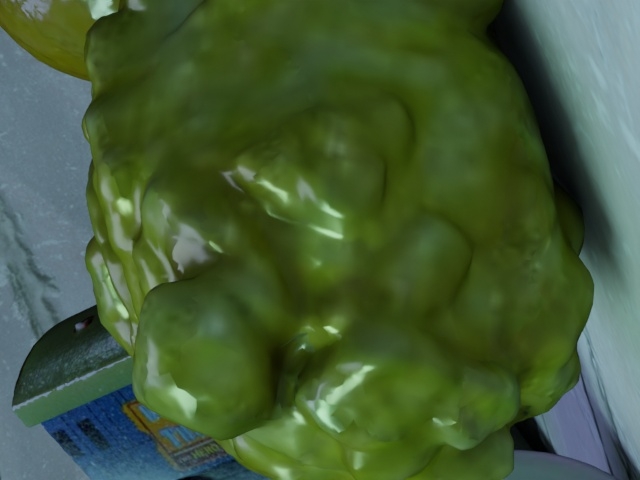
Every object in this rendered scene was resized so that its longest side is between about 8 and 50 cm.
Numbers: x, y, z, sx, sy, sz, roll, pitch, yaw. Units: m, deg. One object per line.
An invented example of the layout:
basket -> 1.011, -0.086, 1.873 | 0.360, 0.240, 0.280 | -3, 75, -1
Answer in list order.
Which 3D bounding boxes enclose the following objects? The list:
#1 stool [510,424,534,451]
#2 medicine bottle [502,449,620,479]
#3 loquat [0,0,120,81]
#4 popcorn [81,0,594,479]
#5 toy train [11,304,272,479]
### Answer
stool -> 0.092, 0.286, 1.309 | 0.310, 0.226, 0.310 | -123, 10, -65
medicine bottle -> 0.120, 0.287, 0.969 | 0.202, 0.202, 0.316 | -116, 5, -50
loquat -> -0.088, -0.192, 0.924 | 0.244, 0.244, 0.244 | 157, 90, -87
popcorn -> 0.000, 0.000, 0.774 | 0.242, 0.235, 0.250 | 37, -140, -44
toy train -> -0.052, 0.106, 1.213 | 0.202, 0.300, 0.131 | 52, -146, -21
